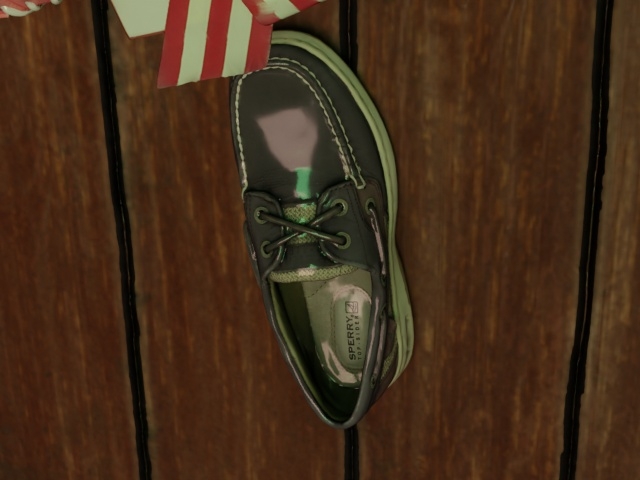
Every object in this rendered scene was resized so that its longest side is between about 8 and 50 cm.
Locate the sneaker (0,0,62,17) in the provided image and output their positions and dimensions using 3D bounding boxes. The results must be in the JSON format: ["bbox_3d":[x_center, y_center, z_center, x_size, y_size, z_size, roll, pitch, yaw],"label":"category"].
[{"bbox_3d":[-0.179,-0.195,1.009,0.314,0.116,0.136,19,134,9],"label":"sneaker"}]

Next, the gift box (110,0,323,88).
[{"bbox_3d":[-0.027,-0.246,0.820,0.276,0.258,0.255,-14,117,30],"label":"gift box"}]

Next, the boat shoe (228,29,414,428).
[{"bbox_3d":[0.000,0.000,1.082,0.103,0.092,0.285,-4,121,15],"label":"boat shoe"}]
